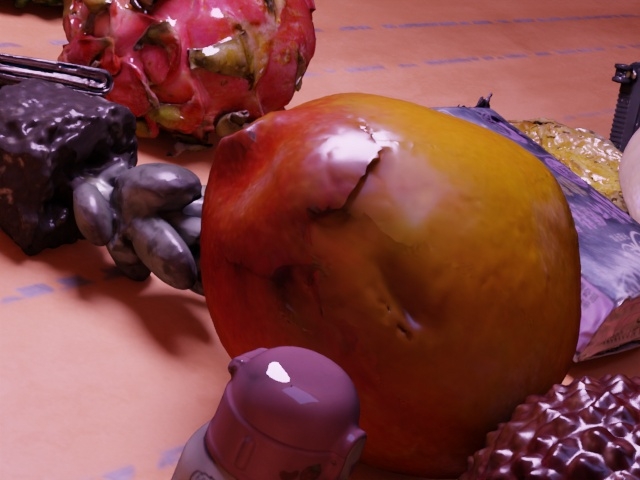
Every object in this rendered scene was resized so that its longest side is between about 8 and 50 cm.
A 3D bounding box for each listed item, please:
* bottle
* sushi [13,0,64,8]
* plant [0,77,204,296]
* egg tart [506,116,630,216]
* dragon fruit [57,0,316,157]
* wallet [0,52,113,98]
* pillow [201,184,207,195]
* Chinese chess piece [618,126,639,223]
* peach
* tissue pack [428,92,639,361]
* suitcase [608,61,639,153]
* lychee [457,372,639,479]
[{"bbox_3d":[-0.046,0.175,0.936,0.110,0.233,0.110,19,26,-10],"label":"bottle"},{"bbox_3d":[-0.373,-0.427,1.920,0.294,0.178,0.352,23,22,-7],"label":"sushi"},{"bbox_3d":[-0.198,-0.036,1.340,0.275,0.149,0.146,29,44,15],"label":"plant"},{"bbox_3d":[0.314,-0.075,1.910,0.252,0.098,0.232,26,31,14],"label":"egg tart"},{"bbox_3d":[-0.157,-0.241,1.653,0.291,0.269,0.250,3,22,-43],"label":"dragon fruit"},{"bbox_3d":[-0.307,-0.165,1.506,0.124,0.042,0.230,9,1,-27],"label":"wallet"},{"bbox_3d":[0.000,0.000,1.510,0.303,0.074,0.185,5,22,-32],"label":"pillow"},{"bbox_3d":[0.530,-0.031,1.829,0.338,0.140,0.338,32,35,-26],"label":"Chinese chess piece"},{"bbox_3d":[0.062,0.029,1.219,0.290,0.372,0.373,-15,8,29],"label":"peach"},{"bbox_3d":[0.240,-0.021,1.667,0.361,0.122,0.259,42,27,24],"label":"tissue pack"},{"bbox_3d":[0.547,-0.151,2.121,0.312,0.202,0.128,4,11,-37],"label":"suitcase"},{"bbox_3d":[0.217,0.230,1.053,0.264,0.300,0.264,4,63,-8],"label":"lychee"}]
